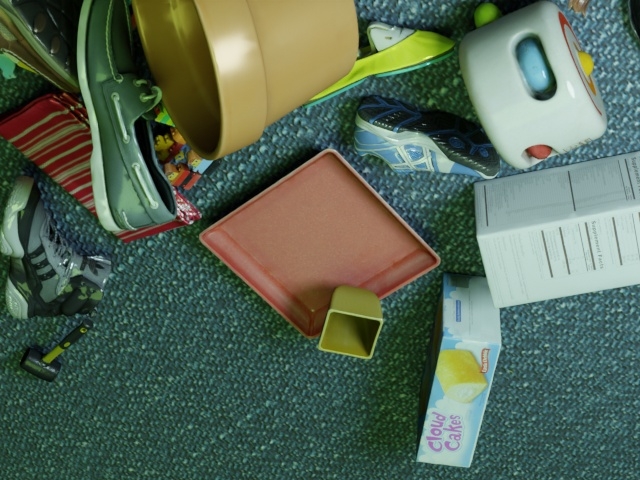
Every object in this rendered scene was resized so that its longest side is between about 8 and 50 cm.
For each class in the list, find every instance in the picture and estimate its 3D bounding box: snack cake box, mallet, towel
[{"bbox_3d":[0.208,0.198,1.994,0.089,0.152,0.264,7,127,-1],"label":"snack cake box"},{"bbox_3d":[-0.401,0.173,2.065,0.062,0.039,0.189,37,135,-26],"label":"mallet"},{"bbox_3d":[-0.317,-0.097,1.827,0.275,0.031,0.198,44,146,-26],"label":"towel"}]

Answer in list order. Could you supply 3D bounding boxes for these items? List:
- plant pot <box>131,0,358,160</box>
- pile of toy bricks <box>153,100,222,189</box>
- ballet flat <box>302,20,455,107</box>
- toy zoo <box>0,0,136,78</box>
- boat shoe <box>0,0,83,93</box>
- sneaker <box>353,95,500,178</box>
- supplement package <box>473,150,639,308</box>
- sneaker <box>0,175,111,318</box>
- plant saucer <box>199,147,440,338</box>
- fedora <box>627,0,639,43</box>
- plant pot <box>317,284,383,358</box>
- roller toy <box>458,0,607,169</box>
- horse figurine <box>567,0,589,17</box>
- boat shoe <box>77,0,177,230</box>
[{"bbox_3d":[-0.088,-0.266,1.579,0.203,0.291,0.291,-21,130,-18],"label":"plant pot"},{"bbox_3d":[-0.177,-0.168,1.744,0.105,0.118,0.212,16,130,-38],"label":"pile of toy bricks"},{"bbox_3d":[0.058,-0.243,1.715,0.231,0.077,0.077,-17,108,19],"label":"ballet flat"},{"bbox_3d":[-0.335,-0.316,1.707,0.192,0.030,0.293,32,123,-20],"label":"toy zoo"},{"bbox_3d":[-0.405,-0.310,1.629,0.119,0.123,0.324,-15,131,33],"label":"boat shoe"},{"bbox_3d":[0.144,-0.129,1.798,0.211,0.080,0.081,21,133,0],"label":"sneaker"},{"bbox_3d":[0.347,-0.015,1.826,0.244,0.139,0.134,-10,125,12],"label":"supplement package"},{"bbox_3d":[-0.385,0.016,1.930,0.153,0.101,0.269,7,134,-2],"label":"sneaker"},{"bbox_3d":[0.000,0.000,1.920,0.258,0.048,0.259,-32,120,25],"label":"plant saucer"},{"bbox_3d":[0.542,-0.297,1.584,0.334,0.152,0.334,2,128,2],"label":"fedora"},{"bbox_3d":[0.045,0.111,1.920,0.081,0.083,0.081,11,129,-5],"label":"plant pot"},{"bbox_3d":[0.276,-0.197,1.655,0.146,0.191,0.209,-22,124,20],"label":"roller toy"},{"bbox_3d":[0.285,-0.402,1.575,0.174,0.066,0.263,-28,116,27],"label":"horse figurine"},{"bbox_3d":[-0.240,-0.170,1.675,0.099,0.116,0.320,0,102,16],"label":"boat shoe"}]
